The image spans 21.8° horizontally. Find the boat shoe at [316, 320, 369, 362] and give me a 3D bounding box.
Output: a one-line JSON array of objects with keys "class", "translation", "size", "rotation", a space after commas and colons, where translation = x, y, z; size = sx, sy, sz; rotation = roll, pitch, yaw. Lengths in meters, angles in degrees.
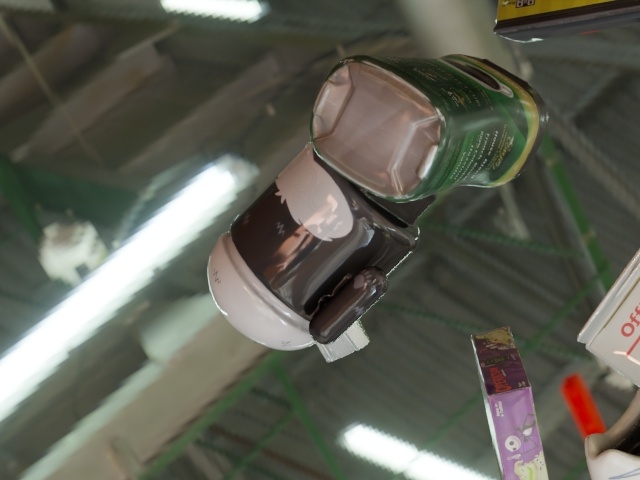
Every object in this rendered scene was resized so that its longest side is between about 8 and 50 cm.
[{"class": "boat shoe", "translation": [-0.025, 0.073, 2.118], "size": [0.081, 0.227, 0.079], "rotation": [-35, -150, 5]}]

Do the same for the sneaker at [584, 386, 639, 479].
[{"class": "sneaker", "translation": [0.371, 0.152, 1.546], "size": [0.297, 0.129, 0.111], "rotation": [-42, -140, -7]}]

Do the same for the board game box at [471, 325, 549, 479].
[{"class": "board game box", "translation": [0.209, 0.278, 1.643], "size": [0.056, 0.347, 0.208], "rotation": [-13, -168, -1]}]

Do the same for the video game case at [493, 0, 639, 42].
[{"class": "video game case", "translation": [0.232, -0.272, 1.145], "size": [0.275, 0.035, 0.248], "rotation": [0, -100, 57]}]

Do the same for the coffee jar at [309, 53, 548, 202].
[{"class": "coffee jar", "translation": [0.077, -0.077, 1.091], "size": [0.096, 0.079, 0.184], "rotation": [34, -159, 23]}]

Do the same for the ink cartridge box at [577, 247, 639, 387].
[{"class": "ink cartridge box", "translation": [0.421, 0.081, 1.868], "size": [0.119, 0.353, 0.207], "rotation": [37, -84, 22]}]

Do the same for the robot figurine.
[{"class": "robot figurine", "translation": [0.001, 0.000, 1.870], "size": [0.278, 0.173, 0.209], "rotation": [-45, -179, 15]}]
